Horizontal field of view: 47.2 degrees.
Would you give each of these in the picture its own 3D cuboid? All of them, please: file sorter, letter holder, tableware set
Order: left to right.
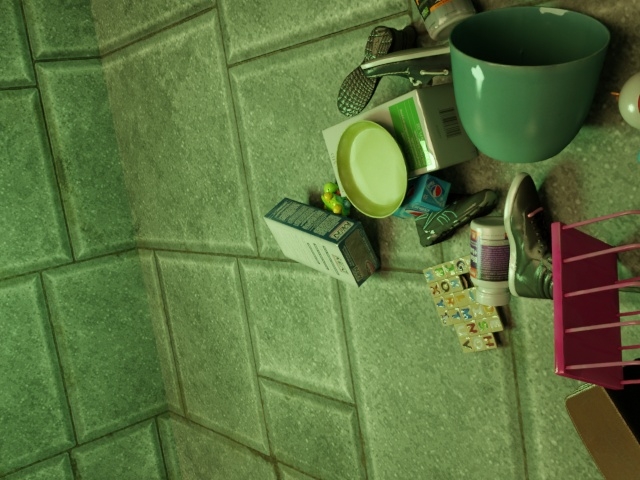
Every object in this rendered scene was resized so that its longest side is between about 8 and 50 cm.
[{"bbox_3d":[0.385,0.145,1.821,0.169,0.020,0.141,-15,90,54],"label":"tableware set"},{"bbox_3d":[0.627,0.432,1.506,0.301,0.152,0.214,62,143,17],"label":"letter holder"},{"bbox_3d":[0.563,0.111,1.348,0.182,0.202,0.290,-18,61,49],"label":"file sorter"}]

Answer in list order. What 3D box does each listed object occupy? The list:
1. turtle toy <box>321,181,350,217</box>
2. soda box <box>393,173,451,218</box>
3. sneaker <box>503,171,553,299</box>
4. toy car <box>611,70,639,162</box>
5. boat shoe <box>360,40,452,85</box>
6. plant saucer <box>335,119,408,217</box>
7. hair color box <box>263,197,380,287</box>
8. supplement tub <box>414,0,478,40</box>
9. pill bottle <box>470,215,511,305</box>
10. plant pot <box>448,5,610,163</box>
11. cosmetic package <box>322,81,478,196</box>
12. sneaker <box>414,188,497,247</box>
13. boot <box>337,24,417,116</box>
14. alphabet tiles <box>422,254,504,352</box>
[{"bbox_3d":[0.045,-0.113,2.127,0.130,0.066,0.095,56,165,21],"label":"turtle toy"},{"bbox_3d":[0.231,-0.105,1.796,0.210,0.067,0.071,-13,59,69],"label":"soda box"},{"bbox_3d":[0.485,-0.002,1.580,0.147,0.105,0.295,15,120,47],"label":"sneaker"},{"bbox_3d":[0.622,-0.240,1.288,0.238,0.211,0.219,-124,45,-70],"label":"toy car"},{"bbox_3d":[0.244,-0.390,1.639,0.303,0.114,0.091,-7,111,17],"label":"boat shoe"},{"bbox_3d":[0.130,-0.175,1.771,0.241,0.037,0.240,26,126,43],"label":"plant saucer"},{"bbox_3d":[0.000,0.000,2.146,0.347,0.105,0.173,22,148,47],"label":"hair color box"},{"bbox_3d":[0.267,-0.558,1.644,0.117,0.117,0.190,-33,76,52],"label":"supplement tub"},{"bbox_3d":[0.401,0.048,1.692,0.108,0.108,0.193,15,113,49],"label":"pill bottle"},{"bbox_3d":[0.399,-0.296,1.444,0.293,0.293,0.235,35,144,41],"label":"plant pot"},{"bbox_3d":[0.189,-0.244,1.826,0.366,0.155,0.196,-15,93,52],"label":"cosmetic package"},{"bbox_3d":[0.313,-0.072,1.772,0.267,0.101,0.106,-36,71,51],"label":"sneaker"},{"bbox_3d":[0.149,-0.412,1.799,0.083,0.161,0.246,41,119,20],"label":"boot"},{"bbox_3d":[0.361,0.164,1.837,0.198,0.009,0.237,-24,84,54],"label":"alphabet tiles"}]
